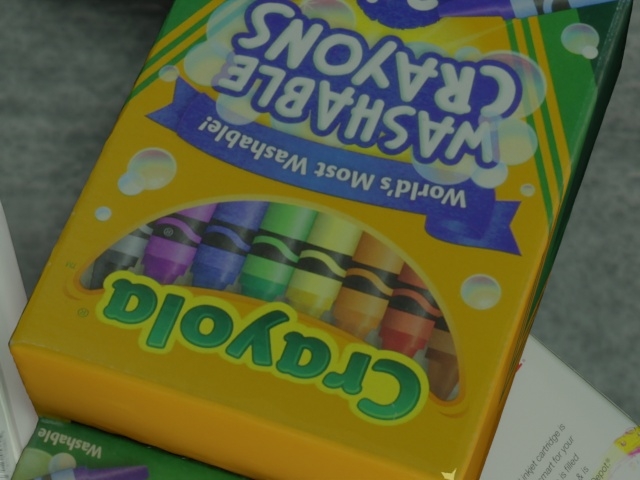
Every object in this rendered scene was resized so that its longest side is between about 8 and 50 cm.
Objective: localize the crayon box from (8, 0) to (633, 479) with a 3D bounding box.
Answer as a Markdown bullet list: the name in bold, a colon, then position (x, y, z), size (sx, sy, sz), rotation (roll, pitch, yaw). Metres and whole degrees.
- **crayon box**: position (0.000, 0.000, 0.867), size (0.203, 0.083, 0.323), rotation (16, 64, 11)

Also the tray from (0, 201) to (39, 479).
- **tray**: position (-0.182, 0.111, 0.863), size (0.145, 0.030, 0.270), rotation (-13, 78, -19)

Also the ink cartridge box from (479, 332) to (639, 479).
- **ink cartridge box**: position (0.105, 0.140, 0.907), size (0.175, 0.072, 0.127), rotation (41, 69, 0)
